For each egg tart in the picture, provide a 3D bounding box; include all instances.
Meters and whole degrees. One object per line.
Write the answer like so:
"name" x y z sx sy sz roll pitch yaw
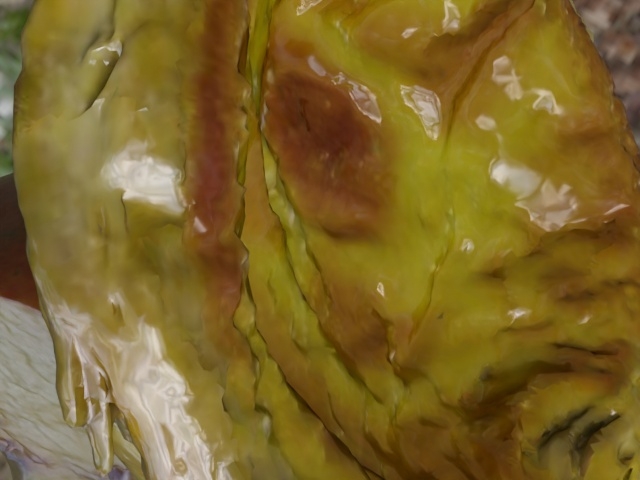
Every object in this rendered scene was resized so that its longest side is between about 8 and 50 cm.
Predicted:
"egg tart" 0.000 0.000 0.609 0.116 0.295 0.295 -14 126 36

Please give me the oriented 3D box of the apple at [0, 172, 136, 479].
"apple" -0.074 0.099 1.086 0.365 0.329 0.295 0 94 44
